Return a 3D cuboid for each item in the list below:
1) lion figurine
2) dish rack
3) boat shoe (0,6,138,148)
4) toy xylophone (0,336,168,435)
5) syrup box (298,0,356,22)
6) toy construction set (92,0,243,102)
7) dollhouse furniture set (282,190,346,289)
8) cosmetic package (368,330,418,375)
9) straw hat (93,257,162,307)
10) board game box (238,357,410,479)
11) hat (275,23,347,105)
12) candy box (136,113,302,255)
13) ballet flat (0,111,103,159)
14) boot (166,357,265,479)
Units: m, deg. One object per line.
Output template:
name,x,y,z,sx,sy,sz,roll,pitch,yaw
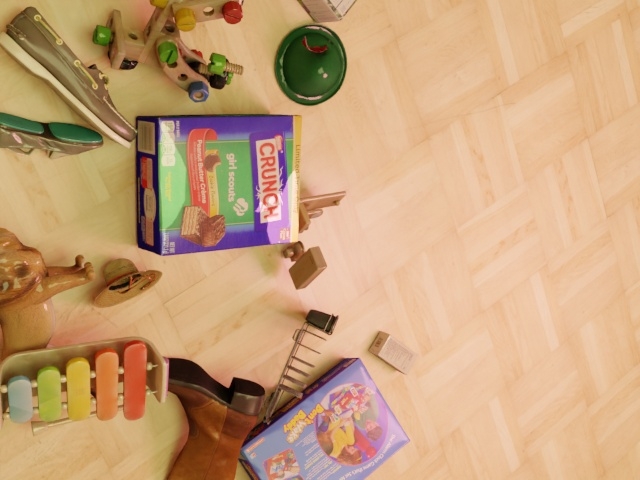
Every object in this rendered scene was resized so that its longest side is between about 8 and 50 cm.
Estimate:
lion figurine,-0.529,0.150,1.711,0.240,0.142,0.392,-14,112,-23
dish rack,-0.046,0.273,2.028,0.074,0.208,0.272,24,84,5
boat shoe,-0.435,-0.286,1.694,0.305,0.109,0.091,43,81,-29
toy xylophone,-0.436,0.277,1.724,0.322,0.081,0.236,-13,133,-15
syrup box,-0.026,-0.561,1.917,0.237,0.096,0.093,46,73,-32
toy construction set,-0.281,-0.424,1.725,0.237,0.257,0.309,9,74,-23
dollhouse furniture set,0.000,0.000,2.028,0.123,0.144,0.151,-12,70,-32
cosmetic package,0.176,0.271,2.266,0.115,0.041,0.060,39,77,-34
straw hat,-0.385,0.069,1.830,0.144,0.144,0.061,-21,73,-29
board game box,0.004,0.457,2.124,0.347,0.078,0.233,-34,97,-24
hat,0.019,-0.355,1.937,0.208,0.183,0.173,-21,111,-29
candy box,-0.198,-0.118,1.882,0.317,0.122,0.268,-7,103,-34
ballet flat,-0.502,-0.182,1.708,0.213,0.072,0.068,8,123,-34
boot,-0.275,0.395,1.967,0.264,0.096,0.281,15,111,-16
